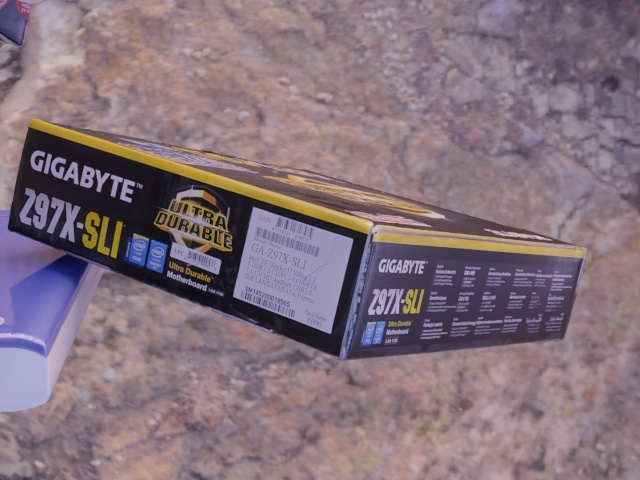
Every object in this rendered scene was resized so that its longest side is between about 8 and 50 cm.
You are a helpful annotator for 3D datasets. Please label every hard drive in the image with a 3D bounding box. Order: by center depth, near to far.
[{"bbox_3d":[-0.250,0.030,0.680,0.210,0.319,0.040,0,103,-5],"label":"hard drive"}]

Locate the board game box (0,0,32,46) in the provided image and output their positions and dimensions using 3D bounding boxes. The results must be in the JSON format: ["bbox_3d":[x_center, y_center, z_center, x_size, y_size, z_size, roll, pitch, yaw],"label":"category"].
[{"bbox_3d":[-0.254,-0.242,0.775,0.194,0.060,0.194,-51,131,-14],"label":"board game box"}]

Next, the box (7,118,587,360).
[{"bbox_3d":[0.000,0.000,0.733,0.322,0.257,0.079,5,99,-57],"label":"box"}]
